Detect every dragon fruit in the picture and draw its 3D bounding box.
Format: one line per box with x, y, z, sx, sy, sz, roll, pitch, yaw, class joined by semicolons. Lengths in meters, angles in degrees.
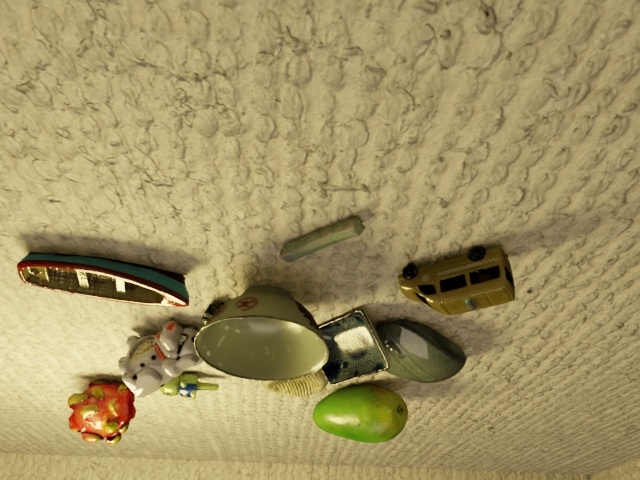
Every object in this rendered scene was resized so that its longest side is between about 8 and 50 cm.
-0.819;0.646;1.979;0.243;0.228;0.307;15;147;-11;dragon fruit

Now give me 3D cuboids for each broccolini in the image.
-0.229;0.245;1.510;0.123;0.062;0.271;-14;147;39;broccolini

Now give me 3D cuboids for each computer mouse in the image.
0.300;0.350;1.584;0.373;0.114;0.203;29;139;-33;computer mouse

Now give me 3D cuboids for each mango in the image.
0.143;0.644;1.958;0.381;0.201;0.225;-15;153;27;mango

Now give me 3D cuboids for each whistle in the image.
-0.481;0.524;1.904;0.227;0.085;0.105;8;155;-10;whistle

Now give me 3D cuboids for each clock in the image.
-0.441;0.333;1.560;0.253;0.189;0.189;-26;140;15;clock

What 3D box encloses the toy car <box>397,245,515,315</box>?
0.305;0.104;1.203;0.256;0.125;0.101;-18;140;26;toy car

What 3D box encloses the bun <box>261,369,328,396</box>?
-0.082;0.394;1.648;0.230;0.133;0.231;-2;142;-2;bun

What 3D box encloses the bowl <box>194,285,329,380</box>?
-0.143;0.220;1.356;0.336;0.158;0.337;1;140;1;bowl

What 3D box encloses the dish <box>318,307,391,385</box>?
0.090;0.299;1.518;0.243;0.182;0.080;-30;174;40;dish

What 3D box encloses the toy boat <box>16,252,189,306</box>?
-0.506;0.094;1.264;0.391;0.080;0.136;9;143;-10;toy boat

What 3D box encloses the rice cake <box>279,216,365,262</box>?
0.000;0.000;1.141;0.210;0.034;0.043;-22;143;31;rice cake
